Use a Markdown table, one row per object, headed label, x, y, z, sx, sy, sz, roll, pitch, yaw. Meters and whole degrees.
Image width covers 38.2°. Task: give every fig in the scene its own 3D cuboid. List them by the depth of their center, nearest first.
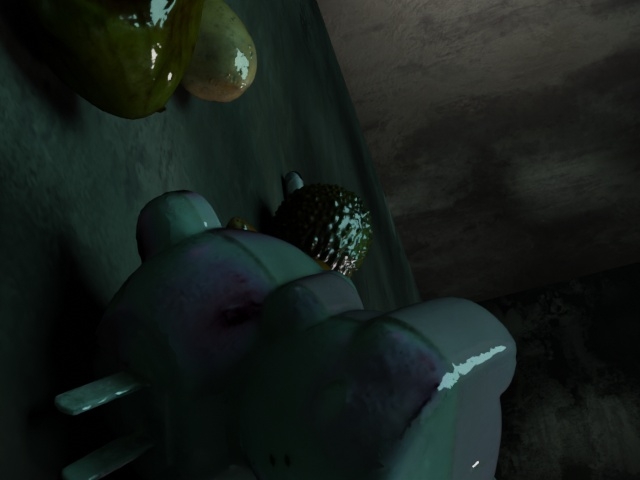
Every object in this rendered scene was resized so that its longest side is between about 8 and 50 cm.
| label | x | y | z | sx | sy | sz | roll | pitch | yaw |
| --- | --- | --- | --- | --- | --- | --- | --- | --- | --- |
| fig | -0.163 | -0.180 | 0.747 | 0.154 | 0.144 | 0.166 | -117 | -158 | -49 |

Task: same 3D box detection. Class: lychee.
| label | x | y | z | sx | sy | sz | roll | pitch | yaw |
| --- | --- | --- | --- | --- | --- | --- | --- | --- | --- |
| lychee | 0.000 | 0.000 | 1.374 | 0.171 | 0.171 | 0.171 | -15 | 90 | -80 |

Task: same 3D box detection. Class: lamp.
| label | x | y | z | sx | sy | sz | roll | pitch | yaw |
| --- | --- | --- | --- | --- | --- | --- | --- | --- | --- |
| lamp | -0.044 | 0.116 | 0.643 | 0.247 | 0.301 | 0.247 | -23 | 122 | -42 |

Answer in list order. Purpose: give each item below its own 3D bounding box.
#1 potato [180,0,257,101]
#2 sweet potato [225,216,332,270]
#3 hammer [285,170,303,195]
| label | x | y | z | sx | sy | sz | roll | pitch | yaw |
| --- | --- | --- | --- | --- | --- | --- | --- | --- | --- |
| potato | -0.132 | -0.229 | 1.121 | 0.112 | 0.112 | 0.147 | 51 | 19 | -67 |
| sweet potato | -0.029 | 0.071 | 1.221 | 0.359 | 0.112 | 0.112 | 43 | 33 | -64 |
| hammer | -0.019 | 0.064 | 1.493 | 0.152 | 0.044 | 0.427 | 61 | 16 | -51 |
